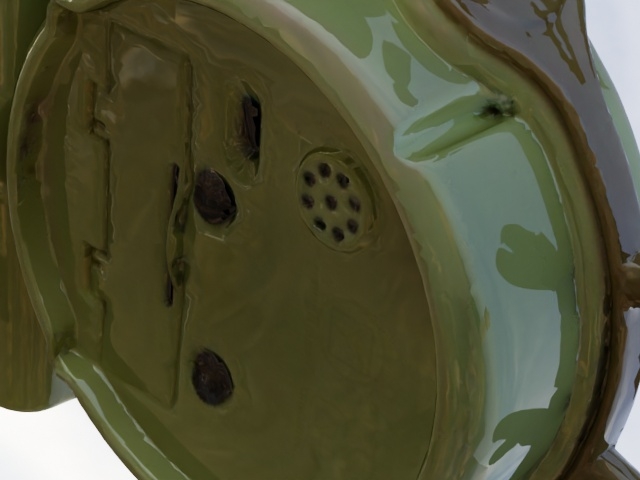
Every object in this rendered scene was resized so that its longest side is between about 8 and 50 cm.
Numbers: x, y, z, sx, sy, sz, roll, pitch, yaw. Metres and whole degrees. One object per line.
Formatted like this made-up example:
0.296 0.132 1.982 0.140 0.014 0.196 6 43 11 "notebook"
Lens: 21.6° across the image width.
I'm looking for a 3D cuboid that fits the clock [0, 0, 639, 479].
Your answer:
0.000 0.000 0.523 0.308 0.096 0.235 28 -54 33 "clock"
